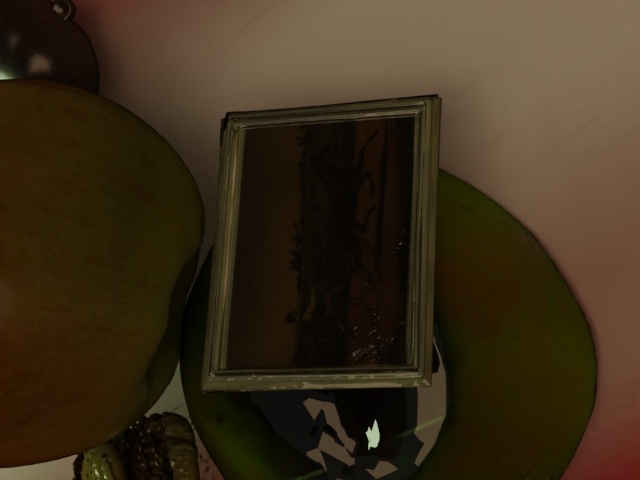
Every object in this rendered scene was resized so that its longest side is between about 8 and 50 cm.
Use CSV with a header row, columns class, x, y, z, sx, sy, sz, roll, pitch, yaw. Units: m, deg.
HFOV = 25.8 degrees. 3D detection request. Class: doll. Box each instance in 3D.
class,x,y,z,sx,sy,sz,roll,pitch,yaw
doll,-0.291,-0.156,1.342,0.188,0.096,0.145,-30,85,29

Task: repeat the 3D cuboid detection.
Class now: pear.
class,x,y,z,sx,sy,sz,roll,pitch,yaw
pear,0.038,0.121,1.236,0.398,0.165,0.399,2,95,16

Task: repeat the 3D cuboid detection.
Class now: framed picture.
class,x,y,z,sx,sy,sz,roll,pitch,yaw
framed picture,0.000,0.000,1.150,0.197,0.014,0.252,-3,70,17

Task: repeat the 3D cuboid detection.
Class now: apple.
class,x,y,z,sx,sy,sz,roll,pitch,yaw
apple,-0.255,0.034,1.213,0.304,0.338,0.339,3,101,-1

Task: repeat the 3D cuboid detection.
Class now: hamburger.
class,x,y,z,sx,sy,sz,roll,pitch,yaw
hamburger,-0.170,0.249,1.289,0.113,0.185,0.177,-2,78,-13
